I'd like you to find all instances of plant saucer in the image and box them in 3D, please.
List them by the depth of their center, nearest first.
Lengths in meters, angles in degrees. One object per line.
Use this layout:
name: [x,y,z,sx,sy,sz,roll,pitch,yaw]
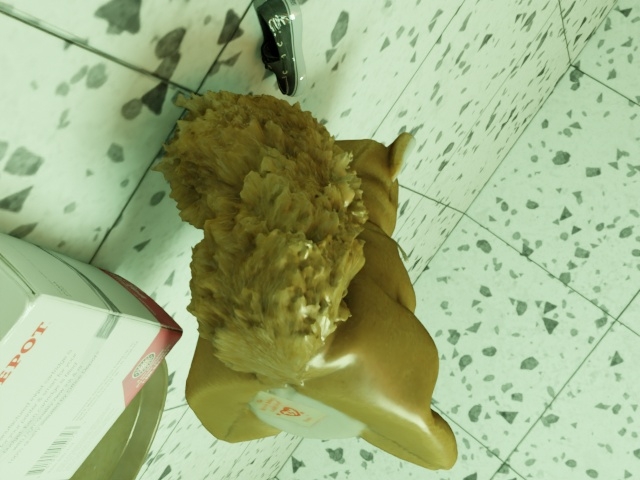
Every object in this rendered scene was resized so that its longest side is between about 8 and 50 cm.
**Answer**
plant saucer: [-0.279,0.261,0.944,0.278,0.041,0.277,19,90,-78]

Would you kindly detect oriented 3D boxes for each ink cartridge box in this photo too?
ink cartridge box: [-0.277,0.114,0.685,0.207,0.117,0.283,-51,162,-3]

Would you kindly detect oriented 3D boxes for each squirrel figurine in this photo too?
squirrel figurine: [0.000,0.000,0.810,0.397,0.281,0.370,62,34,-48]

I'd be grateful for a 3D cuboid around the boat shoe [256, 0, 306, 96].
boat shoe: [-0.044,-0.201,0.785,0.040,0.049,0.142,-27,153,-14]
